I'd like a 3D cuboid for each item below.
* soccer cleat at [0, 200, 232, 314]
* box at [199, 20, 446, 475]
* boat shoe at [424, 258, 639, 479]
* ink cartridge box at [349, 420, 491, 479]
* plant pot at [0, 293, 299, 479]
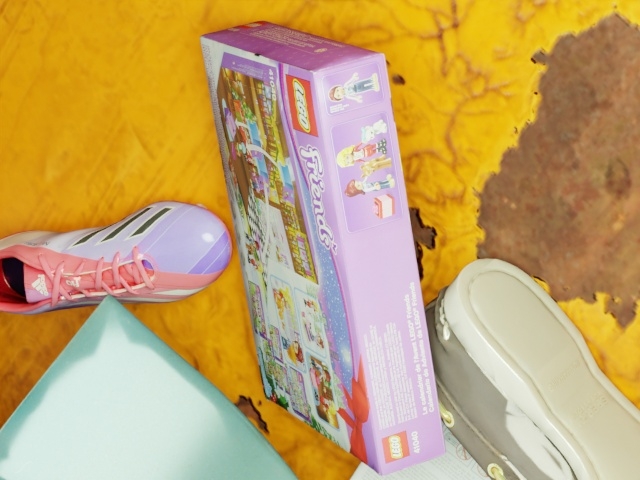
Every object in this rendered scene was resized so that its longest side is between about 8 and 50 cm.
[{"bbox_3d":[-0.180,0.023,1.589,0.248,0.095,0.083,-6,106,35],"label":"soccer cleat"},{"bbox_3d":[0.000,0.000,1.426,0.201,0.057,0.293,27,130,62],"label":"box"},{"bbox_3d":[0.179,0.166,1.404,0.324,0.116,0.097,52,133,9],"label":"boat shoe"},{"bbox_3d":[0.105,0.187,1.518,0.145,0.045,0.179,38,107,16],"label":"ink cartridge box"},{"bbox_3d":[-0.127,0.187,1.552,0.234,0.166,0.165,38,168,0],"label":"plant pot"}]
